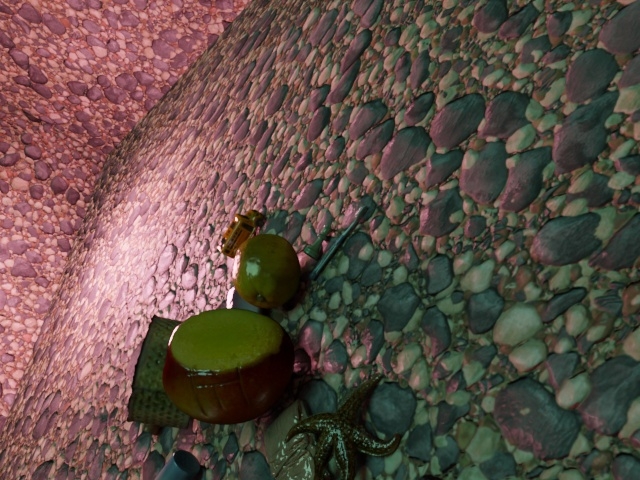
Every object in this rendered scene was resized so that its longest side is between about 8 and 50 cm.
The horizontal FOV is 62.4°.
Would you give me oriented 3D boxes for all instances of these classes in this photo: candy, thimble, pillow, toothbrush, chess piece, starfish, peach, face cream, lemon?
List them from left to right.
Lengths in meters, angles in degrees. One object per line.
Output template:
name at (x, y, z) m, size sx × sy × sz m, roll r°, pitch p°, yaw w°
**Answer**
face cream at (-0.387, 0.621, 1.268) m, size 0.250 × 0.077 × 0.077 m, roll -54°, pitch 34°, yaw 9°
thimble at (-0.376, 0.327, 1.329) m, size 0.271 × 0.150 × 0.270 m, roll -167°, pitch 90°, yaw -80°
peach at (-0.179, 0.269, 1.131) m, size 0.275 × 0.245 × 0.248 m, roll -5°, pitch 52°, yaw 23°
candy at (-0.199, 0.179, 1.375) m, size 0.138 × 0.071 × 0.174 m, roll -34°, pitch 42°, yaw 32°
lemon at (-0.132, 0.071, 1.291) m, size 0.170 × 0.170 × 0.207 m, roll -40°, pitch 33°, yaw 26°
pillow at (-0.047, 0.425, 1.016) m, size 0.126 × 0.043 × 0.232 m, roll -49°, pitch 38°, yaw 17°
chess piece at (0.000, 0.000, 1.292) m, size 0.093 × 0.042 × 0.042 m, roll -55°, pitch 33°, yaw -8°
toothbrush at (0.040, 0.005, 1.251) m, size 0.219 × 0.016 × 0.019 m, roll -54°, pitch 32°, yaw 7°
starfish at (0.037, 0.337, 0.935) m, size 0.213 × 0.057 × 0.238 m, roll 9°, pitch 64°, yaw 36°

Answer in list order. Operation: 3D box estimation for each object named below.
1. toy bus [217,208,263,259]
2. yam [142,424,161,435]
toy bus at (-0.240, -0.026, 1.587) m, size 0.162 × 0.074 × 0.069 m, roll -59°, pitch 32°, yaw 2°
yam at (-0.436, 0.435, 1.506) m, size 0.057 × 0.057 × 0.241 m, roll 5°, pitch 70°, yaw 54°
